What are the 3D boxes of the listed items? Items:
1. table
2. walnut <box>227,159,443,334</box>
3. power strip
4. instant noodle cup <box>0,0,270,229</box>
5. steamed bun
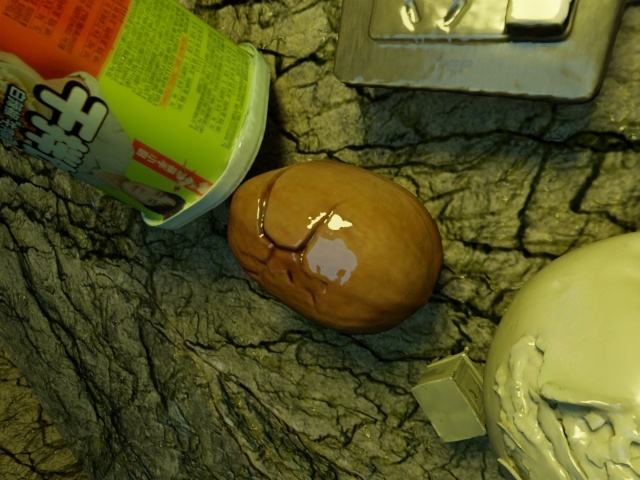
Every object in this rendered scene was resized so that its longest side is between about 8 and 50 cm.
[{"bbox_3d":[0.173,0.192,0.519,0.062,0.083,0.079,-35,84,37],"label":"table"},{"bbox_3d":[0.000,0.000,0.510,0.298,0.203,0.203,20,114,19],"label":"walnut"},{"bbox_3d":[0.155,-0.265,0.390,0.251,0.092,0.257,17,100,30],"label":"power strip"},{"bbox_3d":[-0.263,-0.196,0.501,0.294,0.308,0.294,-21,56,36],"label":"instant noodle cup"},{"bbox_3d":[0.285,0.177,0.302,0.334,0.233,0.312,22,140,46],"label":"steamed bun"}]
